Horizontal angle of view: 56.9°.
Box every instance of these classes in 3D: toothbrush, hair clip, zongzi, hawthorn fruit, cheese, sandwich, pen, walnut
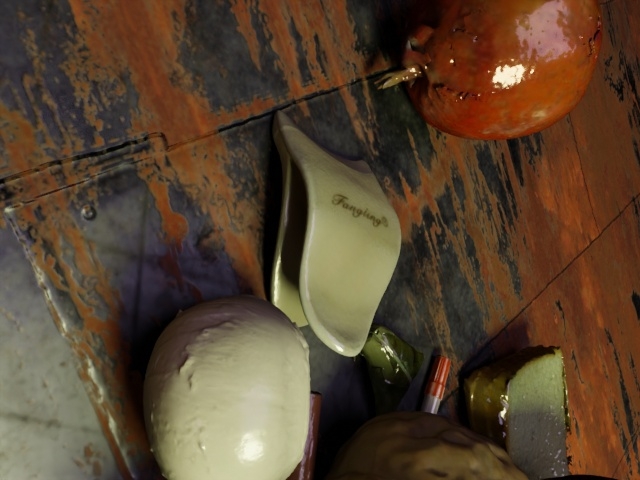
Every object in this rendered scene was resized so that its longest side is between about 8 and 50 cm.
[{"bbox_3d":[-0.035,0.351,0.662,0.041,0.041,0.363,17,74,-41],"label":"toothbrush"},{"bbox_3d":[0.014,-0.008,0.697,0.173,0.113,0.282,25,68,-39],"label":"hair clip"},{"bbox_3d":[0.075,0.178,0.780,0.109,0.055,0.119,40,71,-31],"label":"zongzi"},{"bbox_3d":[0.220,-0.262,0.840,0.308,0.276,0.276,-22,102,-19],"label":"hawthorn fruit"},{"bbox_3d":[-0.085,0.144,0.551,0.155,0.189,0.198,6,79,-12],"label":"cheese"},{"bbox_3d":[0.332,0.318,0.980,0.226,0.087,0.251,-10,93,-44],"label":"sandwich"},{"bbox_3d":[0.146,0.279,0.849,0.028,0.028,0.239,39,60,-34],"label":"pen"},{"bbox_3d":[0.117,0.332,0.669,0.227,0.273,0.273,38,49,-85],"label":"walnut"}]

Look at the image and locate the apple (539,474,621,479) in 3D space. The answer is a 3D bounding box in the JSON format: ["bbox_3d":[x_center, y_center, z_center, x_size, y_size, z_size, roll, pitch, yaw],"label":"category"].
[{"bbox_3d":[0.363,0.453,0.770,0.317,0.288,0.288,43,57,-47],"label":"apple"}]
